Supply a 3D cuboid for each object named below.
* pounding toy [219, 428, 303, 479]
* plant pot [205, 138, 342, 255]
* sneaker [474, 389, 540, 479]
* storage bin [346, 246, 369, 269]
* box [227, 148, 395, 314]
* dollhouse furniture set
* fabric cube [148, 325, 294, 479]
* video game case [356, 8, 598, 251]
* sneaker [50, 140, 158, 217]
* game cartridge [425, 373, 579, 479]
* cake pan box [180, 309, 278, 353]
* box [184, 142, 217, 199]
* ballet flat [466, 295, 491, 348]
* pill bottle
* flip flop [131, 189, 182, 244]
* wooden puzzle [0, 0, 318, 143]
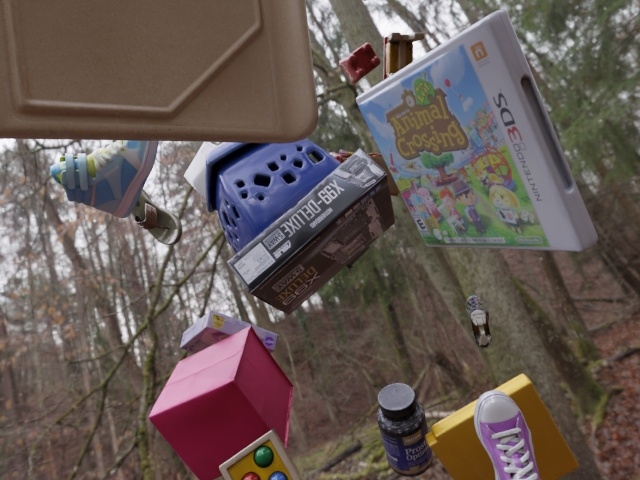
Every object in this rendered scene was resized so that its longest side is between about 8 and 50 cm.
[{"bbox_3d":[-0.122,0.532,0.948,0.181,0.206,0.094,-31,-16,-12],"label":"pounding toy"},{"bbox_3d":[-0.110,-0.102,0.960,0.236,0.212,0.236,-36,-11,-24],"label":"plant pot"},{"bbox_3d":[0.388,0.442,0.890,0.102,0.282,0.161,-17,-1,2],"label":"sneaker"},{"bbox_3d":[0.074,0.003,1.368,0.091,0.135,0.098,-41,-41,2],"label":"storage bin"},{"bbox_3d":[0.000,0.000,0.889,0.307,0.076,0.242,-41,-22,-3],"label":"box"},{"bbox_3d":[0.117,-0.282,1.095,0.201,0.375,0.152,-3,12,-11],"label":"dollhouse furniture set"},{"bbox_3d":[-0.252,0.439,1.269,0.258,0.254,0.259,-28,17,11],"label":"fabric cube"},{"bbox_3d":[0.128,-0.078,0.439,0.023,0.193,0.212,-32,12,-18],"label":"video game case"},{"bbox_3d":[-0.538,-0.202,1.150,0.208,0.127,0.319,13,-60,-37],"label":"sneaker"},{"bbox_3d":[0.447,0.512,1.140,0.285,0.324,0.053,-32,19,6],"label":"game cartridge"},{"bbox_3d":[-0.310,0.336,1.541,0.245,0.070,0.267,28,-39,-22],"label":"cake pan box"},{"bbox_3d":[-0.213,-0.151,1.327,0.311,0.148,0.121,23,-75,-50],"label":"box"},{"bbox_3d":[0.311,0.163,0.900,0.041,0.114,0.041,-16,20,6],"label":"ballet flat"},{"bbox_3d":[0.212,0.479,1.181,0.122,0.123,0.219,-19,-66,-8],"label":"pill bottle"},{"bbox_3d":[-0.558,-0.084,1.486,0.112,0.277,0.080,-49,-7,20],"label":"flip flop"},{"bbox_3d":[-0.125,-0.178,0.329,0.238,0.221,0.044,-7,-1,-28],"label":"wooden puzzle"}]
